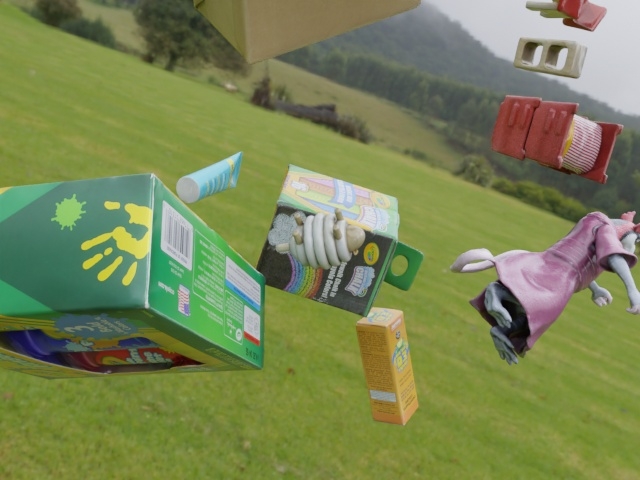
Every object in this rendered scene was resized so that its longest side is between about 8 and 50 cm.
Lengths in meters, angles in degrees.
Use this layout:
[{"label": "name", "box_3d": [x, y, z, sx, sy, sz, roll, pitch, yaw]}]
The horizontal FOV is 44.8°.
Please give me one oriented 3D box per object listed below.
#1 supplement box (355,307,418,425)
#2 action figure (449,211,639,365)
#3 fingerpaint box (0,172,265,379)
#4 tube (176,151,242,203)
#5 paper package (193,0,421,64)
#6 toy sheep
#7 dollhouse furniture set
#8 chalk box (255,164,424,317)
[{"label": "supplement box", "box_3d": [0.138, 0.259, 1.599, 0.080, 0.234, 0.078, 0, 23, 35]}, {"label": "action figure", "box_3d": [0.437, 0.047, 1.417, 0.276, 0.370, 0.248, 50, -13, 5]}, {"label": "fingerpaint box", "box_3d": [-0.311, 0.080, 1.052, 0.370, 0.163, 0.445, -4, -18, 11]}, {"label": "tube", "box_3d": [-0.214, -0.123, 1.561, 0.052, 0.080, 0.207, 25, 24, 14]}, {"label": "paper package", "box_3d": [-0.011, -0.448, 1.080, 0.324, 0.310, 0.168, -25, 54, -22]}, {"label": "toy sheep", "box_3d": [0.000, 0.000, 1.117, 0.132, 0.091, 0.091, -4, 6, 15]}, {"label": "dollhouse furniture set", "box_3d": [0.469, -0.312, 1.435, 0.201, 0.374, 0.152, 4, 13, -45]}, {"label": "chalk box", "box_3d": [0.044, 0.007, 1.449, 0.288, 0.180, 0.179, 18, 28, -4]}]
